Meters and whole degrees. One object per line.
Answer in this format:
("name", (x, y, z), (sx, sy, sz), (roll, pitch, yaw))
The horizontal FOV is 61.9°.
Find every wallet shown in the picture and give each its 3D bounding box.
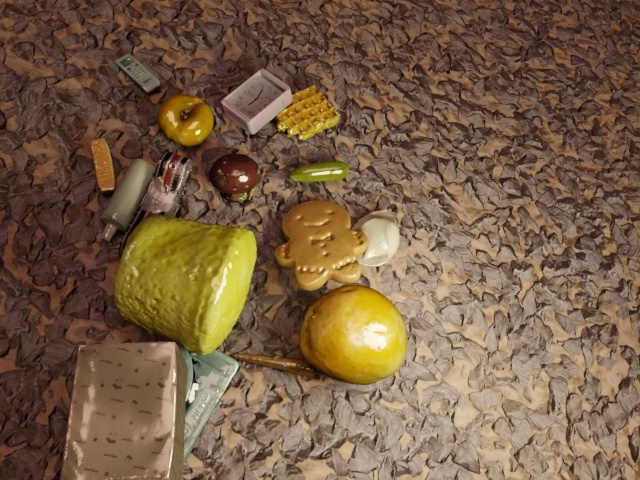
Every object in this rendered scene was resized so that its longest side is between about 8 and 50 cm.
("wallet", (-0.391, 0.409, 1.378), (0.237, 0.075, 0.342), (28, 64, 3))

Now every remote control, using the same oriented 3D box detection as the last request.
("remote control", (-0.604, -0.552, 1.766), (0.162, 0.029, 0.061), (43, 63, 13))

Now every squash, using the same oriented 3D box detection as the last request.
("squash", (-0.003, -0.221, 1.742), (0.201, 0.066, 0.066), (-9, 69, -9))

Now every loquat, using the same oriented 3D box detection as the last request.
("loquat", (0.087, 0.263, 1.448), (0.284, 0.276, 0.276), (40, 63, -16))

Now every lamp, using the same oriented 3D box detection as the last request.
("lamp", (-0.260, -0.191, 1.637), (0.157, 0.135, 0.156), (17, 30, 23))

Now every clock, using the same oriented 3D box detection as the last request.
("clock", (-0.208, -0.460, 1.763), (0.150, 0.063, 0.197), (40, 73, 22))

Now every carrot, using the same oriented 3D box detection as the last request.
("carrot", (-0.126, 0.340, 1.484), (0.254, 0.049, 0.049), (10, 65, -4))

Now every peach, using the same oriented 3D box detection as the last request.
("peach", (-0.423, -0.383, 1.693), (0.179, 0.103, 0.179), (6, 64, -12))

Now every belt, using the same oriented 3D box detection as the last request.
("belt", (-0.472, -0.096, 1.547), (0.094, 0.126, 0.360), (18, 65, -3))

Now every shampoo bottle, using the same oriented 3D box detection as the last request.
("shampoo bottle", (-0.566, -0.112, 1.553), (0.085, 0.085, 0.263), (21, 64, -3))

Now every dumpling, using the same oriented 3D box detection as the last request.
("dumpling", (0.162, -0.010, 1.667), (0.166, 0.126, 0.216), (2, 74, 17))

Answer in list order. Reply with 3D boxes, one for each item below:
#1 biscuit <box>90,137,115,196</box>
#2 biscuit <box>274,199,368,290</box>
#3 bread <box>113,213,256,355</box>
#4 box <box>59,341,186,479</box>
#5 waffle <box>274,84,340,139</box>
("biscuit", (-0.648, -0.218, 1.597), (0.052, 0.056, 0.188), (-11, 69, -19))
("biscuit", (0.000, -0.002, 1.567), (0.275, 0.052, 0.355), (-8, 44, -1))
("bread", (-0.340, 0.103, 1.373), (0.307, 0.348, 0.348), (17, 64, -1))
("box", (-0.435, 0.405, 1.232), (0.225, 0.190, 0.297), (-1, 64, -6))
("waffle", (-0.060, -0.423, 1.817), (0.210, 0.055, 0.160), (-33, 76, -23))
